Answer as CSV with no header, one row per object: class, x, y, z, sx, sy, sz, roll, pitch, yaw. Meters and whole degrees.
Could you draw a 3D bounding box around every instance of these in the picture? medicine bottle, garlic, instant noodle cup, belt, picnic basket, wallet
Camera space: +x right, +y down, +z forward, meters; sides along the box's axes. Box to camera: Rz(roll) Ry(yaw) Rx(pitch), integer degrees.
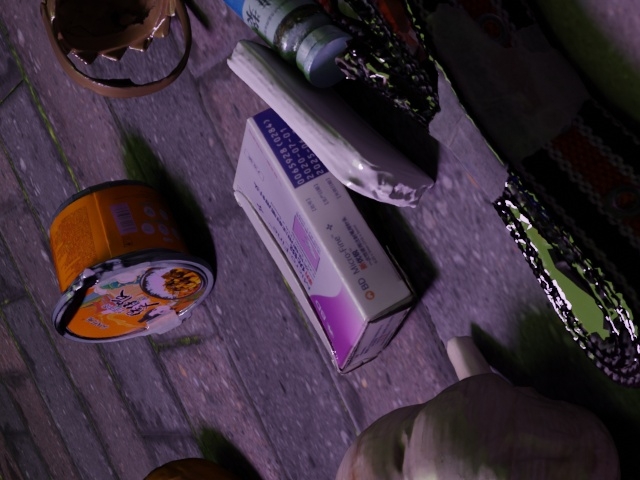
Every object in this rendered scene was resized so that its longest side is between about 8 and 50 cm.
medicine bottle,0.000,0.000,1.268,0.201,0.052,0.171,59,164,11
garlic,0.122,0.159,1.104,0.218,0.218,0.212,92,-175,-47
instant noodle cup,-0.217,0.015,1.618,0.208,0.177,0.125,84,165,-65
belt,0.121,-0.070,0.913,0.359,0.094,0.126,53,153,21
medicine bottle,-0.044,-0.191,1.181,0.191,0.051,0.051,46,151,32
picnic basket,-0.185,-0.207,1.350,0.138,0.128,0.178,103,152,-59
wallet,0.006,-0.089,1.145,0.190,0.095,0.033,48,112,36

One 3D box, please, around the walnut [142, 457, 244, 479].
walnut,-0.141,0.350,1.797,0.207,0.167,0.167,34,143,44
